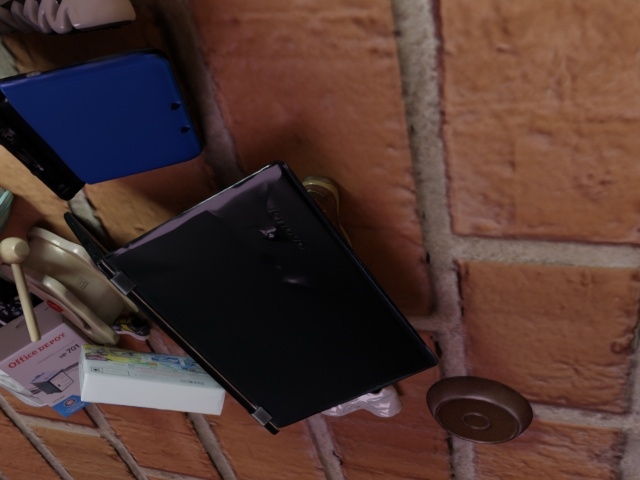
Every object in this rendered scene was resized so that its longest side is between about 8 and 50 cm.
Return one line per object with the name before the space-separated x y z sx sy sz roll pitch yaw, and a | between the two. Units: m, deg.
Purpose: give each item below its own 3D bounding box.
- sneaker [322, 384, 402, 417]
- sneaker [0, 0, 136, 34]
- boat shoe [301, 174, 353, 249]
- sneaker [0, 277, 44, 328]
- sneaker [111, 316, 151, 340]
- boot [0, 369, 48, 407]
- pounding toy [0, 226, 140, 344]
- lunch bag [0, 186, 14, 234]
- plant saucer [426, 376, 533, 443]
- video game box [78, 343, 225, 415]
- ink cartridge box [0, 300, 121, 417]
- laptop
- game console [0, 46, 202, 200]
sneaker | 0.056 0.252 1.225 0.152 0.054 0.061 -6 124 20
sneaker | -0.324 -0.276 0.789 0.292 0.110 0.118 4 113 26
boat shoe | 0.000 0.000 0.963 0.064 0.060 0.178 5 137 18
sneaker | -0.552 0.082 1.285 0.121 0.079 0.217 -8 138 23
sneaker | -0.330 0.143 1.287 0.083 0.031 0.035 15 126 1
boot | -0.608 0.236 1.468 0.123 0.095 0.258 -29 127 35
pounding toy | -0.416 0.085 1.144 0.154 0.155 0.269 9 147 40
lunch bag | -0.554 0.037 1.094 0.108 0.224 0.279 32 119 -16
plant saucer | 0.248 0.276 1.182 0.168 0.029 0.168 13 139 11
video game box | -0.267 0.213 1.157 0.205 0.048 0.187 11 -176 -19
ink cartridge box | -0.449 0.204 1.301 0.139 0.082 0.191 -32 134 1
laptop | -0.115 0.065 1.063 0.382 0.236 0.408 52 168 -30
game console | -0.292 -0.169 0.824 0.250 0.173 0.293 43 169 9
